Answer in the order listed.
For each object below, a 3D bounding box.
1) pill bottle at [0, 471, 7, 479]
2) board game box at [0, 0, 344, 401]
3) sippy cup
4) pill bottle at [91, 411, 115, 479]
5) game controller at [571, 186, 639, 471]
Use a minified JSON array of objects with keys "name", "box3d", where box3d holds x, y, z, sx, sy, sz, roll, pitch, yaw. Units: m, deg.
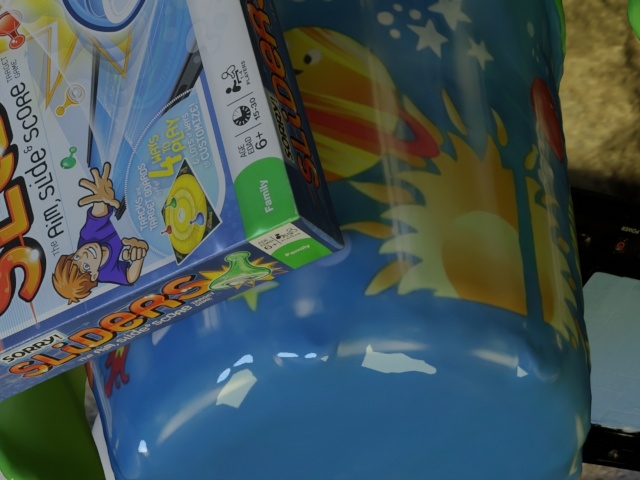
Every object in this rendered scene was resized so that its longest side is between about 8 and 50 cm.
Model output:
[{"name":"pill bottle","box3d":[-0.219,0.213,0.914,0.130,0.130,0.245,8,147,-21]},{"name":"board game box","box3d":[-0.082,-0.063,0.556,0.136,0.201,0.035,-25,153,17]},{"name":"sippy cup","box3d":[0.000,0.000,0.635,0.240,0.224,0.305,0,140,-13]},{"name":"pill bottle","box3d":[-0.085,0.157,0.909,0.103,0.103,0.184,2,140,-15]},{"name":"game controller","box3d":[0.185,0.057,0.873,0.319,0.067,0.166,11,137,-26]}]
